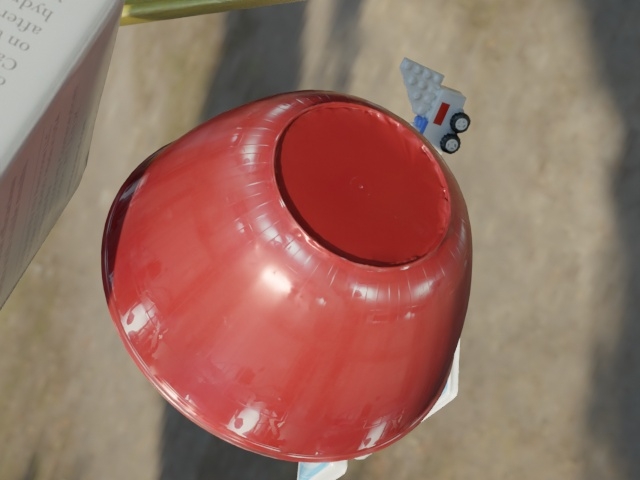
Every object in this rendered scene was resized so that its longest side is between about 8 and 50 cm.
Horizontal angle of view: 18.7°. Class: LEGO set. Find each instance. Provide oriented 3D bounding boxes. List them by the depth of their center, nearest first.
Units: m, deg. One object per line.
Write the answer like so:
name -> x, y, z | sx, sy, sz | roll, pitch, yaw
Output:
LEGO set -> 0.027, 0.011, 1.179 | 0.182, 0.060, 0.244 | -42, 36, 53

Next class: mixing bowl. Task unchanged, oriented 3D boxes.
mixing bowl -> 0.000, 0.000, 0.884 | 0.098, 0.181, 0.181 | 127, 156, -52

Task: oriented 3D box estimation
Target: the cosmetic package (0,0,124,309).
cosmetic package -> -0.281, 0.034, 0.804 | 0.161, 0.230, 0.453 | 112, -176, -51

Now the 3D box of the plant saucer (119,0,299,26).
plant saucer -> -0.146, -0.285, 1.475 | 0.081, 0.332, 0.333 | 77, -174, -61
